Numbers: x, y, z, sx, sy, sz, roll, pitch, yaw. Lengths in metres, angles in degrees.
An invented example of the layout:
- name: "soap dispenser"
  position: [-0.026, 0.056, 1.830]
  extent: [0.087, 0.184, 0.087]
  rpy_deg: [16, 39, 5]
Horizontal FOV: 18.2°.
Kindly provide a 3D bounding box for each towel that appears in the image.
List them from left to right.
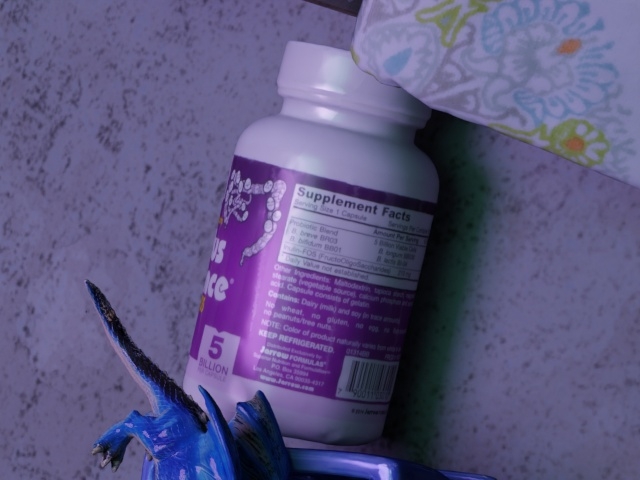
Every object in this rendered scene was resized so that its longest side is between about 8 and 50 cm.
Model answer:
- name: "towel"
  position: [0.230, -0.179, 1.345]
  extent: [0.374, 0.090, 0.320]
  rpy_deg: [22, 129, 4]

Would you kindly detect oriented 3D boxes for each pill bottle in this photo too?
- name: "pill bottle"
  position: [0.000, 0.000, 1.590]
  extent: [0.169, 0.169, 0.301]
  rpy_deg: [14, 92, 34]

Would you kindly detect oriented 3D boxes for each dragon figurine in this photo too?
- name: "dragon figurine"
  position: [-0.078, 0.153, 1.421]
  extent: [0.144, 0.085, 0.289]
  rpy_deg: [-22, 73, 29]

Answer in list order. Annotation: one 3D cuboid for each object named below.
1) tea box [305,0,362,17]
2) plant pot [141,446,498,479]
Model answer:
- name: "tea box"
  position: [0.050, -0.349, 1.500]
  extent: [0.220, 0.329, 0.323]
  rpy_deg: [42, 107, 29]
- name: "plant pot"
  position: [0.007, 0.274, 1.528]
  extent: [0.236, 0.212, 0.236]
  rpy_deg: [1, 86, 34]
